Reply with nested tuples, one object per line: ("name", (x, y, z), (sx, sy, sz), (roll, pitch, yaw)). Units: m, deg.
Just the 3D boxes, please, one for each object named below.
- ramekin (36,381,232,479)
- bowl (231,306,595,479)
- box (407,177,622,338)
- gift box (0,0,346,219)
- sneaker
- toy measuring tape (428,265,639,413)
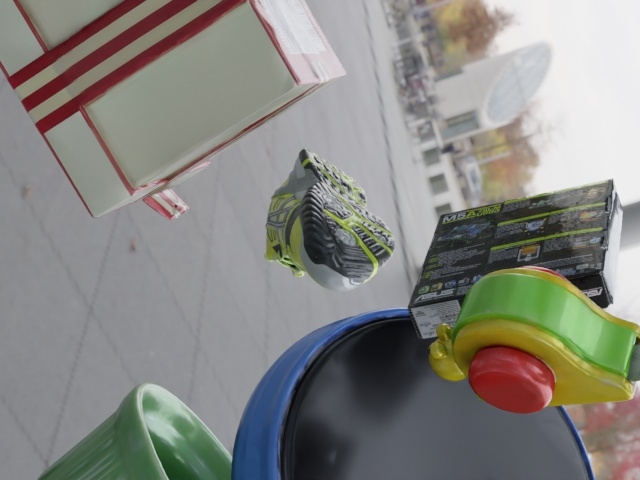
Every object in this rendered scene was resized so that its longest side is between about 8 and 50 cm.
("ramekin", (-0.150, 0.307, 1.076), (0.303, 0.148, 0.303), (55, 1, -2))
("bowl", (0.107, 0.245, 1.052), (0.077, 0.391, 0.391), (-46, -129, 52))
("box", (0.194, 0.015, 1.058), (0.045, 0.190, 0.184), (68, 25, -21))
("gift box", (-0.145, -0.171, 1.027), (0.255, 0.258, 0.276), (61, 15, 2))
("sneaker", (0.000, 0.000, 1.503), (0.145, 0.147, 0.385), (32, 14, -13))
("toy measuring tape", (0.209, 0.068, 0.835), (0.121, 0.330, 0.121), (14, 71, -44))
